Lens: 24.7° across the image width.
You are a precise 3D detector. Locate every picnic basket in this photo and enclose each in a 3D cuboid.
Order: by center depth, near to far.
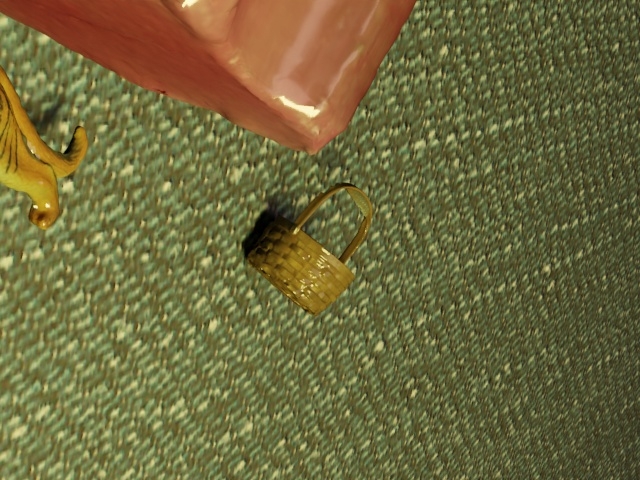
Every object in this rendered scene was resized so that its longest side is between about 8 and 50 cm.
[{"bbox_3d":[0.000,0.000,0.941,0.083,0.072,0.072,-50,148,-4],"label":"picnic basket"}]

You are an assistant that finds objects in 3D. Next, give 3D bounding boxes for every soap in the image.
[{"bbox_3d":[-0.023,-0.241,0.579,0.359,0.233,0.128,-62,148,-8],"label":"soap"}]

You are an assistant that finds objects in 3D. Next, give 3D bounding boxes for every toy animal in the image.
[{"bbox_3d":[-0.187,-0.029,0.636,0.241,0.057,0.099,-28,132,-47],"label":"toy animal"}]
